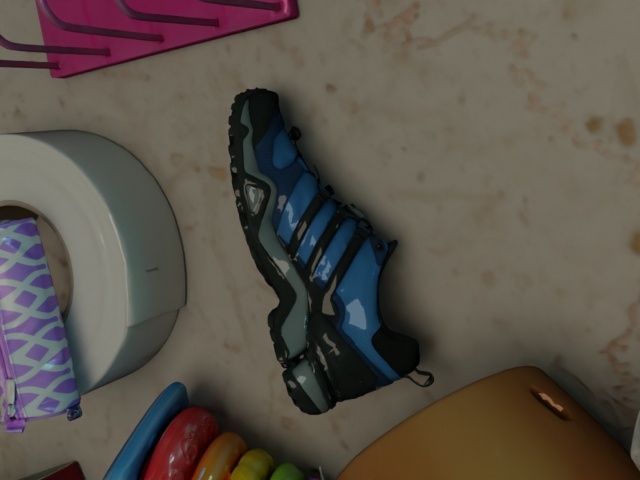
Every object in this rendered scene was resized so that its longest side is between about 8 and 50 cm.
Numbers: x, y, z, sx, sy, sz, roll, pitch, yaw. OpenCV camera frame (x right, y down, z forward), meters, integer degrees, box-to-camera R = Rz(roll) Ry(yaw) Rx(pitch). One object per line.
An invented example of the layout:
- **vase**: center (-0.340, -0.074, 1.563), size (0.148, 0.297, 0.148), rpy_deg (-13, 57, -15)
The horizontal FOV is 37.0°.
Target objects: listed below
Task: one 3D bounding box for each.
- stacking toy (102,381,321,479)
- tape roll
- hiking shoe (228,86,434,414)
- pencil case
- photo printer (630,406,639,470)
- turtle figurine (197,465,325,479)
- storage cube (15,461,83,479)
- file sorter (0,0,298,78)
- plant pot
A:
- **stacking toy**: center (-0.050, 0.270, 0.917), size (0.302, 0.166, 0.175), rpy_deg (15, 124, 11)
- **tape roll**: center (-0.285, 0.026, 1.006), size (0.286, 0.100, 0.286), rpy_deg (4, 100, 25)
- **hiking shoe**: center (0.000, 0.000, 0.877), size (0.132, 0.113, 0.304), rpy_deg (-15, 85, -3)
- **pencil case**: center (-0.293, 0.079, 0.913), size (0.086, 0.088, 0.206), rpy_deg (-14, 92, 25)
- **photo printer**: center (0.381, 0.131, 0.630), size (0.307, 0.107, 0.256), rpy_deg (37, 70, 17)
- **turtle figurine**: center (-0.065, 0.293, 0.807), size (0.175, 0.118, 0.234), rpy_deg (6, 119, -1)
- **storage cube**: center (-0.360, 0.383, 1.056), size (0.215, 0.183, 0.193), rpy_deg (-21, 89, 28)
- **file sorter**: center (-0.204, -0.275, 0.866), size (0.290, 0.182, 0.202), rpy_deg (-8, 95, 27)
- **plant pot**: center (0.144, 0.235, 0.750), size (0.291, 0.291, 0.203), rpy_deg (-43, 62, 26)
